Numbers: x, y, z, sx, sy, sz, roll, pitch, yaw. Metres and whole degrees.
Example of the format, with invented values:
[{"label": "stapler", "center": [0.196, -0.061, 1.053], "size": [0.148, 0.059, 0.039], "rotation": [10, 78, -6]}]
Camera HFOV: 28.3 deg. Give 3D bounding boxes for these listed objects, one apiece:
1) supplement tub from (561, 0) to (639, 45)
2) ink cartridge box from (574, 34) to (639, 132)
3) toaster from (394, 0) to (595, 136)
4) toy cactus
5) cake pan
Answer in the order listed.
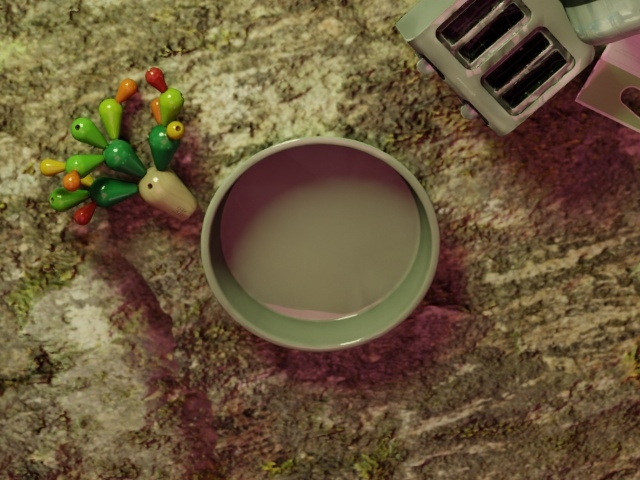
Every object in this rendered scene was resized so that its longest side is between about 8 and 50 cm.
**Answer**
[{"label": "supplement tub", "center": [0.297, -0.388, 1.288], "size": [0.207, 0.207, 0.338], "rotation": [-24, 101, 9]}, {"label": "ink cartridge box", "center": [0.419, -0.236, 1.468], "size": [0.171, 0.056, 0.235], "rotation": [24, 114, -12]}, {"label": "toaster", "center": [0.205, -0.233, 1.434], "size": [0.186, 0.110, 0.168], "rotation": [-41, 111, 16]}, {"label": "toy cactus", "center": [-0.218, -0.086, 1.507], "size": [0.219, 0.112, 0.180], "rotation": [-46, 119, 9]}, {"label": "cake pan", "center": [0.000, 0.000, 1.570], "size": [0.293, 0.054, 0.293], "rotation": [-1, 116, -1]}]
